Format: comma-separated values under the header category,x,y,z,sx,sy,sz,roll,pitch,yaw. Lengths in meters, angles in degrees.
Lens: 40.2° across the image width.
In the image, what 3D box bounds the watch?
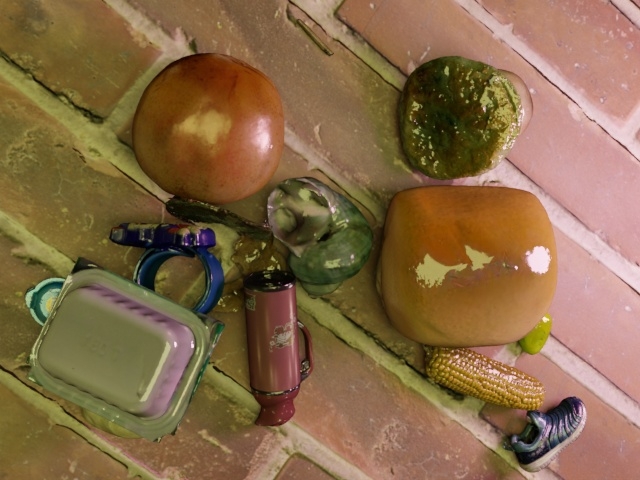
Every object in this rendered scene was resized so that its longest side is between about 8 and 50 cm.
category,x,y,z,sx,sy,sz,roll,pitch,yaw
watch,-0.298,0.065,1.770,0.196,0.171,0.200,-1,88,19

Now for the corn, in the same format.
category,x,y,z,sx,sy,sz,roll,pitch,yaw
corn,0.356,0.305,1.942,0.310,0.101,0.102,25,87,-12

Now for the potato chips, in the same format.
category,x,y,z,sx,sy,sz,roll,pitch,yaw
potato chips,-0.203,-0.040,1.756,0.219,0.202,0.029,13,76,-3

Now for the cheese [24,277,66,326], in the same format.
category,x,y,z,sx,sy,sz,roll,pitch,yaw
cheese,-0.478,0.142,1.799,0.256,0.037,0.106,13,91,-15

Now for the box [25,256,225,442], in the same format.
category,x,y,z,sx,sy,sz,roll,pitch,yaw
box,-0.387,0.206,1.652,0.336,0.106,0.264,23,84,7

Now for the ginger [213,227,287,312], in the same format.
category,x,y,z,sx,sy,sz,roll,pitch,yaw
ginger,-0.161,0.064,1.849,0.214,0.059,0.133,-31,104,-12

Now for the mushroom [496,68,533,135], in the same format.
category,x,y,z,sx,sy,sz,roll,pitch,yaw
mushroom,0.382,-0.291,1.921,0.166,0.127,0.166,0,88,11

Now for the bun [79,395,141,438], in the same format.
category,x,y,z,sx,sy,sz,roll,pitch,yaw
bun,-0.387,0.285,1.765,0.229,0.145,0.230,1,78,-4

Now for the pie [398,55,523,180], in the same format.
category,x,y,z,sx,sy,sz,roll,pitch,yaw
pie,0.289,-0.254,1.858,0.276,0.078,0.277,9,107,29

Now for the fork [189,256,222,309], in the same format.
category,x,y,z,sx,sy,sz,roll,pitch,yaw
fork,-0.265,0.131,1.843,0.028,0.034,0.220,32,85,-19

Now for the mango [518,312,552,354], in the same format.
category,x,y,z,sx,sy,sz,roll,pitch,yaw
mango,0.484,0.206,1.987,0.073,0.056,0.108,5,93,-6

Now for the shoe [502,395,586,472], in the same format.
category,x,y,z,sx,sy,sz,roll,pitch,yaw
shoe,0.511,0.426,1.980,0.207,0.091,0.106,-41,104,-4

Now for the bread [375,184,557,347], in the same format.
category,x,y,z,sx,sy,sz,roll,pitch,yaw
bread,0.303,0.057,1.849,0.375,0.253,0.348,2,95,-10

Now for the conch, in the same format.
category,x,y,z,sx,sy,sz,roll,pitch,yaw
conch,0.000,0.000,1.831,0.220,0.195,0.277,-4,117,-10

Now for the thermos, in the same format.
category,x,y,z,sx,sy,sz,roll,pitch,yaw
thermos,-0.091,0.231,1.836,0.109,0.136,0.331,6,109,26

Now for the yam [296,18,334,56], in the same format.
category,x,y,z,sx,sy,sz,roll,pitch,yaw
yam,-0.012,-0.438,1.889,0.107,0.014,0.014,44,83,-10

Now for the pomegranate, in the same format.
category,x,y,z,sx,sy,sz,roll,pitch,yaw
pomegranate,-0.223,-0.207,1.717,0.319,0.319,0.319,0,92,-12
